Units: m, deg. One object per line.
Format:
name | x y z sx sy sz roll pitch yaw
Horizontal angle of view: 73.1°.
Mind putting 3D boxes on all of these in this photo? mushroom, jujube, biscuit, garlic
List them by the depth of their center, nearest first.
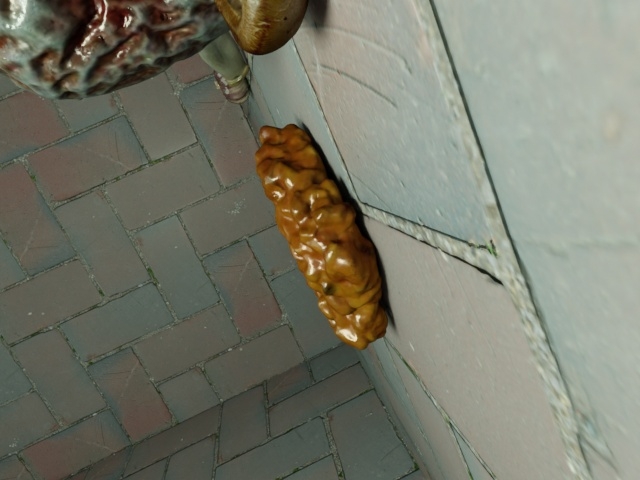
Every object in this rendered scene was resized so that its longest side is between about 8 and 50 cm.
mushroom | -0.056 -0.225 0.310 0.135 0.080 0.171 49 167 29
jujube | -0.221 -0.289 0.451 0.226 0.316 0.226 64 -176 -8
biscuit | 0.000 0.000 0.706 0.312 0.110 0.318 72 172 -49
mushroom | -0.264 -0.514 1.019 0.351 0.109 0.097 72 174 -59
garlic | -0.297 -0.525 1.421 0.147 0.101 0.159 62 175 24
